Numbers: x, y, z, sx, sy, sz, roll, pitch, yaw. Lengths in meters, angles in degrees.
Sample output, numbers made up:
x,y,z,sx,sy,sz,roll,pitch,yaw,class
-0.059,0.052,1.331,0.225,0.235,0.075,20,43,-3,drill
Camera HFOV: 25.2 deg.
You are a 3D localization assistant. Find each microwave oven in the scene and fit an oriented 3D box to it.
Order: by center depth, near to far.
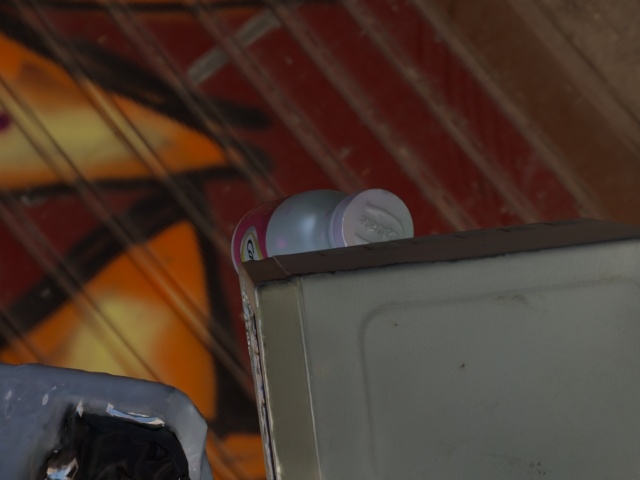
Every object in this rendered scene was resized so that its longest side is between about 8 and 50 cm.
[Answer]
x,y,z,sx,sy,sz,roll,pitch,yaw,class
0.095,0.176,0.915,0.218,0.286,0.354,-159,62,-82,microwave oven

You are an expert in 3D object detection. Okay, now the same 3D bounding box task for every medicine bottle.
x,y,z,sx,sy,sz,roll,pitch,yaw,class
0.000,0.000,1.249,0.090,0.090,0.217,54,156,-11,medicine bottle

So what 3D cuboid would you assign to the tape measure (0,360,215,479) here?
x,y,z,sx,sy,sz,roll,pitch,yaw,class
-0.102,0.100,0.430,0.181,0.107,0.182,12,150,19,tape measure
